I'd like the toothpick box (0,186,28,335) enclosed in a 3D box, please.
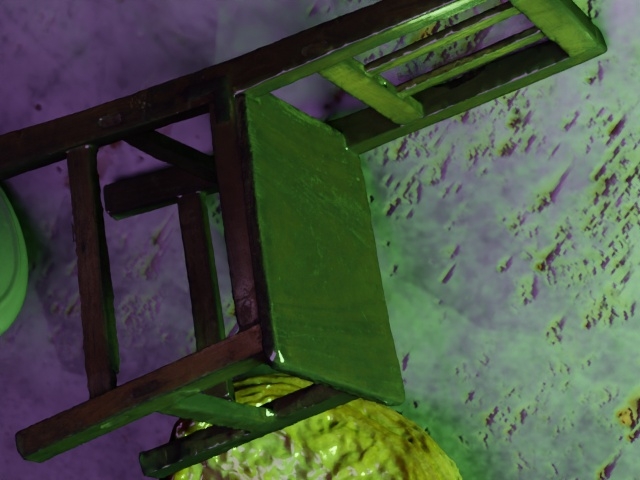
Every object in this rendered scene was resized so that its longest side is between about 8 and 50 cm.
[{"bbox_3d":[-0.414,0.053,1.453,0.316,0.229,0.229,-31,100,26],"label":"toothpick box"}]

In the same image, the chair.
[{"bbox_3d":[0.000,0.000,1.277,0.416,0.203,0.240,-17,70,23],"label":"chair"}]

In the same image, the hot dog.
[{"bbox_3d":[0.007,0.205,1.452,0.259,0.114,0.175,19,112,9],"label":"hot dog"}]
